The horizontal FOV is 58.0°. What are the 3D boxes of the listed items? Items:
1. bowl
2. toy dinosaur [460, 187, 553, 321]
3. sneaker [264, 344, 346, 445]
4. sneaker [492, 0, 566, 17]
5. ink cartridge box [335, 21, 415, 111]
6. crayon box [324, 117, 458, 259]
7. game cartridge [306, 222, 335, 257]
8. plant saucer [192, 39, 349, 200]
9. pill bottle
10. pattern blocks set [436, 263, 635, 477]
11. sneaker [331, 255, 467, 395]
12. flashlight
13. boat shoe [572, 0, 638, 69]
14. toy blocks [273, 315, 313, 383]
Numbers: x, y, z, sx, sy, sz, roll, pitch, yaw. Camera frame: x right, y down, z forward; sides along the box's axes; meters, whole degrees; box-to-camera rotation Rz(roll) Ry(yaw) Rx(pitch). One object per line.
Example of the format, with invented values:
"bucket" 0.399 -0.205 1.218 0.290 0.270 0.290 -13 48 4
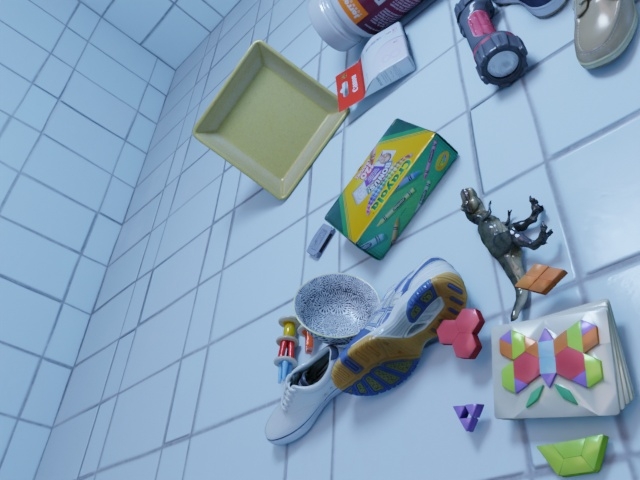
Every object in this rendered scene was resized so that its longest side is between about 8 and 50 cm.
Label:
"bowl" 0.032 0.150 1.132 0.170 0.080 0.170 -1 40 1
"toy dinosaur" 0.313 -0.004 0.937 0.118 0.064 0.268 -42 39 29
"sneaker" -0.035 0.290 1.113 0.258 0.091 0.094 -49 32 13
"sneaker" 0.401 -0.579 1.227 0.099 0.153 0.282 -47 33 16
"ink cartridge box" 0.132 -0.468 1.550 0.232 0.066 0.189 -22 44 19
"crayon box" 0.145 -0.113 1.234 0.278 0.081 0.165 -54 31 5
"game cartridge" 0.000 0.000 1.396 0.083 0.017 0.056 -58 35 -2
"plant saucer" -0.140 -0.340 1.657 0.333 0.333 0.081 -53 2 5
"pill bottle" 0.161 -0.716 1.611 0.392 0.224 0.224 -27 43 40
"pattern blocks set" 0.311 0.164 0.777 0.325 0.026 0.285 -34 47 33
"sneaker" 0.136 0.152 1.018 0.296 0.112 0.131 -45 16 17
"flashlight" 0.356 -0.445 1.227 0.103 0.103 0.304 -14 45 14
"boat shoe" 0.497 -0.440 1.027 0.109 0.098 0.302 -9 56 51
"toy blocks" -0.048 0.223 1.227 0.123 0.054 0.148 -31 40 36
